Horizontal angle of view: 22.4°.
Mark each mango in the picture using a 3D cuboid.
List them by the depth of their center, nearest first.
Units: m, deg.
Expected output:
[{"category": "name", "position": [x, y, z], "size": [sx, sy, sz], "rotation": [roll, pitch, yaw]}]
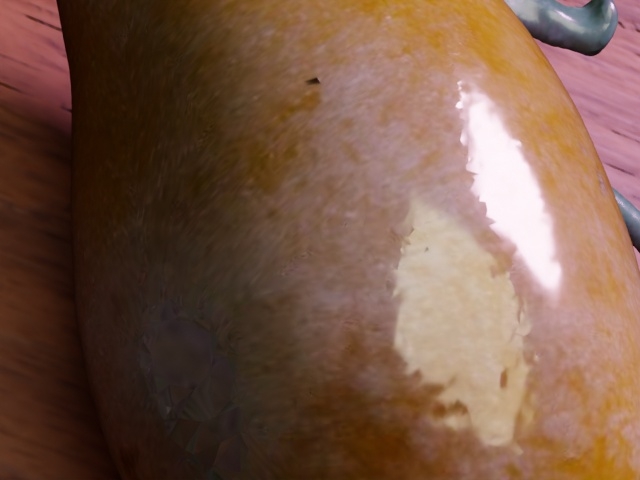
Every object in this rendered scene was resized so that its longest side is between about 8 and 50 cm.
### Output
[{"category": "mango", "position": [0.000, 0.000, 0.638], "size": [0.199, 0.221, 0.384], "rotation": [5, 51, -51]}]

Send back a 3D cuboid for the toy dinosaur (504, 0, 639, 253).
[{"category": "toy dinosaur", "position": [-0.044, -0.119, 0.779], "size": [0.331, 0.129, 0.383], "rotation": [-11, 66, -16]}]
